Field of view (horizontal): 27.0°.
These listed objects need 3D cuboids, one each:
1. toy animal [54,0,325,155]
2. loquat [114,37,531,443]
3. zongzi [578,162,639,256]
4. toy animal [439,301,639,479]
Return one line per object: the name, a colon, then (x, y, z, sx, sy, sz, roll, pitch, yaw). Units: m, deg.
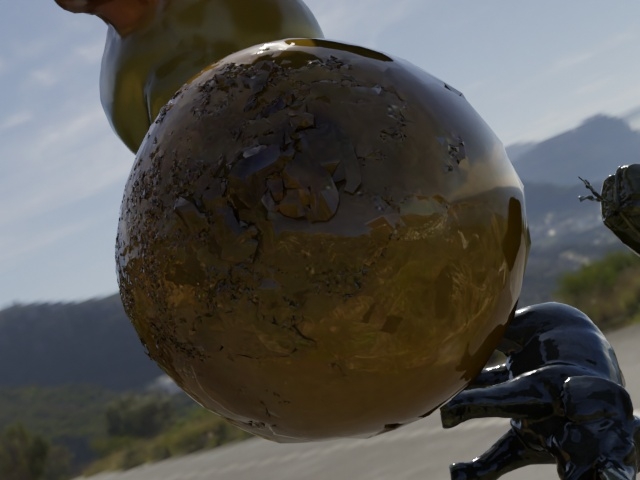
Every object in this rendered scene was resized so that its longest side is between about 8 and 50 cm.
toy animal: (-0.074, -0.115, 1.109, 0.191, 0.338, 0.216, -33, 15, -9)
loquat: (0.000, 0.000, 0.743, 0.235, 0.235, 0.235, -22, -3, -1)
zongzi: (0.234, -0.024, 0.781, 0.130, 0.154, 0.062, -18, 45, 43)
toy animal: (0.144, 0.120, 0.858, 0.137, 0.082, 0.269, -10, 26, -4)
